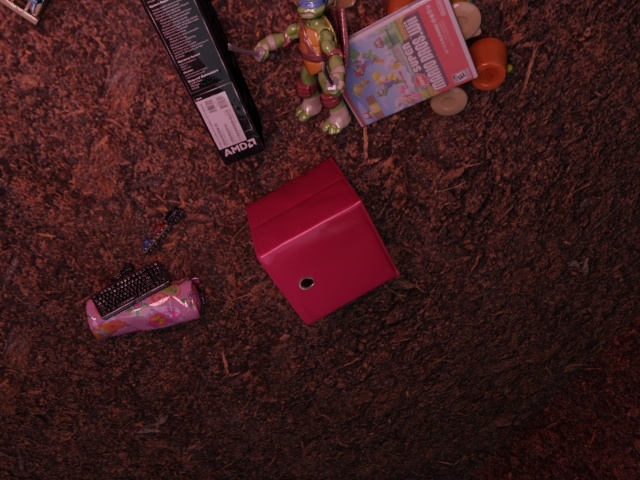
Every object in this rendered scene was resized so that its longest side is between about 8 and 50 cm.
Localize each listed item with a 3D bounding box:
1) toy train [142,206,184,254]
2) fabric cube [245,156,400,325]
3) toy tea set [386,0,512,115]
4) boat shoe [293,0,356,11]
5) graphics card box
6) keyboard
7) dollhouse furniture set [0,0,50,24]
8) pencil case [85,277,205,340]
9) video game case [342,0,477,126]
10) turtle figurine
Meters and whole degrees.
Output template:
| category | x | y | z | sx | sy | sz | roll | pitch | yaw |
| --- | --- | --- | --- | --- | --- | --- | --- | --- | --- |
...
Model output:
| category | x | y | z | sx | sy | sz | roll | pitch | yaw |
| --- | --- | --- | --- | --- | --- | --- | --- | --- | --- |
| toy train | -0.397 | -0.024 | 1.160 | 0.036 | 0.027 | 0.158 | 36 | 107 | -28 |
| fabric cube | 0.000 | 0.000 | 1.149 | 0.258 | 0.259 | 0.254 | -29 | 124 | 3 |
| toy tea set | 0.288 | -0.450 | 1.050 | 0.200 | 0.124 | 0.336 | -18 | 136 | 33 |
| boat shoe | 0.013 | -0.494 | 0.958 | 0.135 | 0.045 | 0.050 | -8 | 125 | -11 |
| graphics card box | -0.218 | -0.353 | 0.869 | 0.094 | 0.232 | 0.371 | -22 | 126 | 3 |
| keyboard | -0.485 | 0.111 | 1.175 | 0.180 | 0.108 | 0.023 | -30 | 159 | -19 |
| dollhouse furniture set | -0.508 | -0.443 | 0.756 | 0.129 | 0.183 | 0.129 | 31 | 110 | -30 |
| pencil case | -0.455 | 0.177 | 1.225 | 0.284 | 0.124 | 0.124 | -11 | 125 | -10 |
| video game case | 0.170 | -0.385 | 1.017 | 0.285 | 0.025 | 0.204 | -18 | 130 | 28 |
| turtle figurine | -0.040 | -0.325 | 0.931 | 0.198 | 0.274 | 0.266 | 1 | 146 | 14 |
